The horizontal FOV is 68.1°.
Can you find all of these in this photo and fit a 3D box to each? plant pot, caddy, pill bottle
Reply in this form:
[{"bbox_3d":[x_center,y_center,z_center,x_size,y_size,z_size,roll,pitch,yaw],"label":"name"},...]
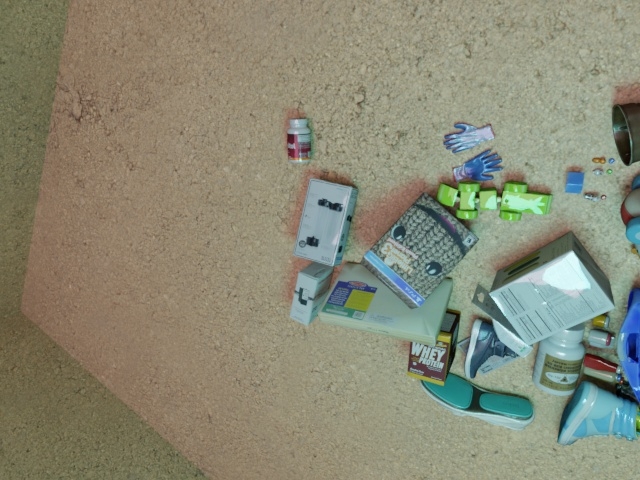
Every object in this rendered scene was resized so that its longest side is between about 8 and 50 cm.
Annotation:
[{"bbox_3d":[0.863,-0.291,1.212,0.165,0.167,0.166,-12,102,22],"label":"plant pot"},{"bbox_3d":[0.936,0.299,1.329,0.179,0.241,0.340,-3,105,21],"label":"caddy"},{"bbox_3d":[0.759,0.362,1.501,0.131,0.131,0.229,11,112,23],"label":"pill bottle"},{"bbox_3d":[-0.078,-0.359,1.701,0.086,0.086,0.151,7,110,25],"label":"pill bottle"}]

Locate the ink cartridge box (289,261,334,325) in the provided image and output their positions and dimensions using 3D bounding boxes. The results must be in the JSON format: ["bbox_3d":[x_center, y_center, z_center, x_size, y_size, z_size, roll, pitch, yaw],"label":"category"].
[{"bbox_3d":[-0.033,0.199,1.834,0.087,0.153,0.208,22,115,20],"label":"ink cartridge box"}]

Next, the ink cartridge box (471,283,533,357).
[{"bbox_3d":[0.577,0.254,1.527,0.225,0.181,0.056,36,116,11],"label":"ink cartridge box"}]

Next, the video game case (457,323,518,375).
[{"bbox_3d":[0.588,0.385,1.662,0.157,0.019,0.143,-41,86,32],"label":"video game case"}]

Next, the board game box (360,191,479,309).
[{"bbox_3d":[0.312,0.035,1.523,0.232,0.141,0.291,42,81,8],"label":"board game box"}]

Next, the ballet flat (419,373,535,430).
[{"bbox_3d":[0.549,0.591,1.701,0.401,0.139,0.139,12,112,22],"label":"ballet flat"}]

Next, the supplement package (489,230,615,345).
[{"bbox_3d":[0.688,0.141,1.420,0.263,0.199,0.198,-37,88,32],"label":"supplement package"}]

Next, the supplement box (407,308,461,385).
[{"bbox_3d":[0.396,0.357,1.646,0.129,0.194,0.191,10,112,24],"label":"supplement box"}]

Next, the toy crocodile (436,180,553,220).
[{"bbox_3d":[0.532,-0.130,1.473,0.341,0.105,0.115,4,109,21],"label":"toy crocodile"}]

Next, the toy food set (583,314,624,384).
[{"bbox_3d":[0.872,0.345,1.438,0.105,0.111,0.232,13,116,37],"label":"toy food set"}]

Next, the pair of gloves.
[{"bbox_3d":[0.476,-0.277,1.486,0.159,0.023,0.198,-13,102,29],"label":"pair of gloves"}]

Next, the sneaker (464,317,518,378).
[{"bbox_3d":[0.583,0.392,1.604,0.164,0.086,0.226,15,112,26],"label":"sneaker"}]

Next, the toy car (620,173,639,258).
[{"bbox_3d":[0.909,-0.017,1.287,0.211,0.219,0.237,18,143,21],"label":"toy car"}]

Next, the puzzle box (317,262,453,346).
[{"bbox_3d":[0.227,0.208,1.640,0.409,0.272,0.052,8,132,25],"label":"puzzle box"}]

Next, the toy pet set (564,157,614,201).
[{"bbox_3d":[0.766,-0.172,1.350,0.114,0.065,0.122,8,110,24],"label":"toy pet set"}]

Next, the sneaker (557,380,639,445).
[{"bbox_3d":[0.880,0.586,1.482,0.208,0.127,0.318,18,140,22],"label":"sneaker"}]

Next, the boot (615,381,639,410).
[{"bbox_3d":[1.029,0.485,1.437,0.229,0.091,0.262,21,109,28],"label":"boot"}]

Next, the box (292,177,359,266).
[{"bbox_3d":[0.020,-0.067,1.705,0.169,0.087,0.289,14,96,22],"label":"box"}]
